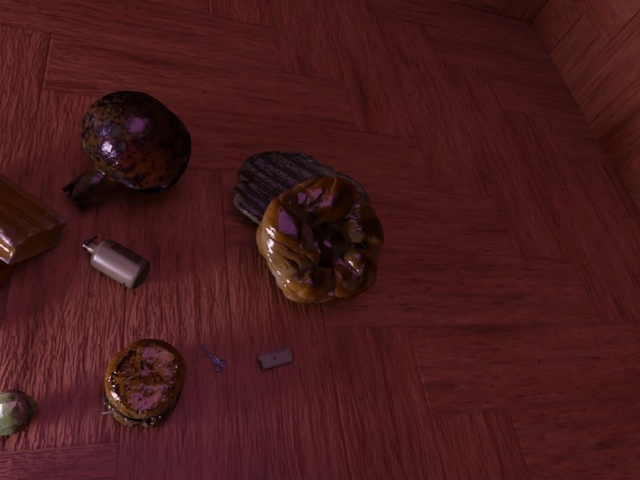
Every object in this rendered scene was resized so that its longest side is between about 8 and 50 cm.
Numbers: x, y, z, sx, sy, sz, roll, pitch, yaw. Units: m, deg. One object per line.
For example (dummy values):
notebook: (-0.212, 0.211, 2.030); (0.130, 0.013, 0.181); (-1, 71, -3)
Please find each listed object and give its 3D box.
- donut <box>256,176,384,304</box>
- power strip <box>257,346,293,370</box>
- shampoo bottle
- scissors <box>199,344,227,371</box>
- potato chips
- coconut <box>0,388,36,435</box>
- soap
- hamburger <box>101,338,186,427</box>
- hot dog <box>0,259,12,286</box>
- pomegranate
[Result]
donut: (0.000, 0.000, 1.368); (0.360, 0.170, 0.360); (5, 80, -25)
power strip: (-0.111, 0.290, 1.269); (0.090, 0.016, 0.040); (-10, 62, -29)
shampoo bottle: (-0.495, 0.046, 1.233); (0.162, 0.079, 0.079); (30, 52, -1)
scissors: (-0.257, 0.275, 1.224); (0.083, 0.006, 0.036); (42, 50, 9)
potato chips: (-0.053, -0.118, 1.537); (0.429, 0.070, 0.358); (30, 51, -1)
coconut: (-0.595, 0.330, 0.998); (0.081, 0.082, 0.083); (-9, 63, -22)
soap: (-0.745, -0.072, 1.171); (0.274, 0.089, 0.173); (33, 23, 3)
hamburger: (-0.375, 0.305, 1.088); (0.185, 0.113, 0.177); (-31, 74, -36)
hot dog: (-0.750, 0.103, 1.093); (0.104, 0.076, 0.250); (22, 54, -7)
pomegranate: (-0.504, -0.211, 1.319); (0.285, 0.285, 0.340); (40, 83, 7)
